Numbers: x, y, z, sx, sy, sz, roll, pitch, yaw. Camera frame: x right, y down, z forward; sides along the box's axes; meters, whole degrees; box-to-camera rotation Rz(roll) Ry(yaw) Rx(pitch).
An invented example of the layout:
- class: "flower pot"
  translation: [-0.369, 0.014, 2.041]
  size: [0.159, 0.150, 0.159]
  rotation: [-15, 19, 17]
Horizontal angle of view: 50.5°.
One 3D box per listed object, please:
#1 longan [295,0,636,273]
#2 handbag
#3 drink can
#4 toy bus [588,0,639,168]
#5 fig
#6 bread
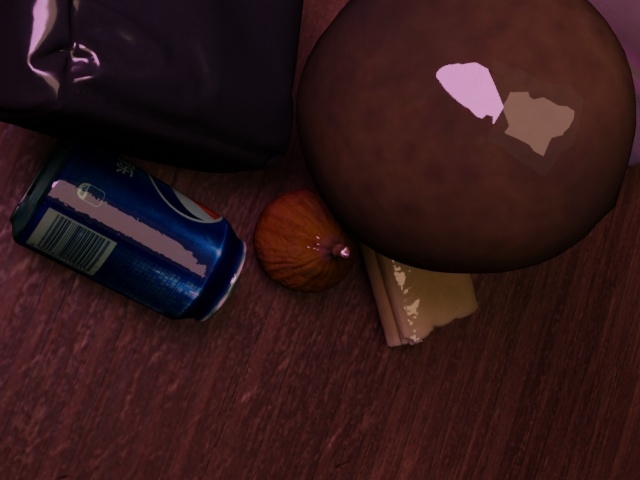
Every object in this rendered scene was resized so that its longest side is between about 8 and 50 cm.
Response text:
- class: "longan"
  translation: [0.129, -0.116, 0.640]
  size: [0.319, 0.319, 0.319]
  rotation: [-1, 91, -26]
- class: "handbag"
  translation: [-0.152, -0.211, 0.589]
  size: [0.302, 0.178, 0.275]
  rotation: [7, 87, -60]
- class: "drink can"
  translation: [-0.179, -0.006, 0.650]
  size: [0.205, 0.118, 0.118]
  rotation: [33, 77, -24]
- class: "toy bus"
  translation: [0.302, -0.244, 0.831]
  size: [0.386, 0.162, 0.171]
  rotation: [25, 61, -23]
- class: "fig"
  translation: [-0.006, -0.009, 0.724]
  size: [0.119, 0.153, 0.119]
  rotation: [9, 64, -19]
- class: "bread"
  translation: [0.119, 0.023, 0.824]
  size: [0.139, 0.060, 0.178]
  rotation: [-22, 100, -24]
